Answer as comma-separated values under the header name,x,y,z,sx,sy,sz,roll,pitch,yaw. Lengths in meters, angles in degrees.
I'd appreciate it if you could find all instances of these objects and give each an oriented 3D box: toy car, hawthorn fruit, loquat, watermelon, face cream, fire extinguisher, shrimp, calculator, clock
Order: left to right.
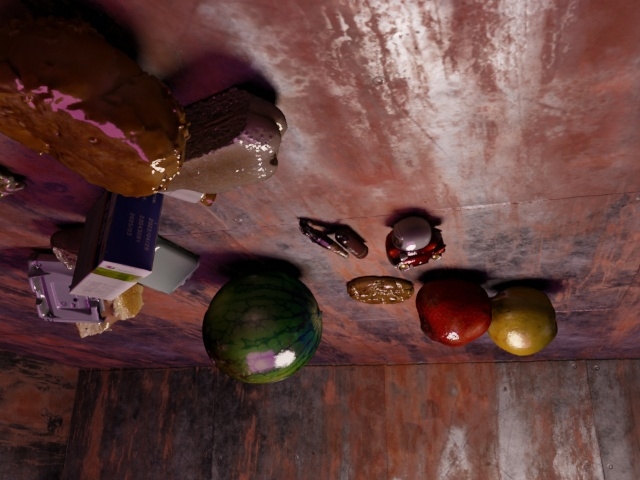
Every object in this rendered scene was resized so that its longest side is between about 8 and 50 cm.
name,x,y,z,sx,sy,sz,roll,pitch,yaw
clock,-0.734,0.144,1.762,0.186,0.083,0.253,2,126,-2
calculator,-0.429,0.071,1.644,0.141,0.045,0.246,-45,149,5
face cream,-0.297,-0.116,1.222,0.182,0.051,0.072,18,153,-33
watermelon,-0.166,0.248,1.784,0.363,0.363,0.363,2,159,1
shrimp,0.000,0.000,1.482,0.161,0.034,0.091,35,173,-24
fire extinguisher,0.073,0.002,1.515,0.064,0.043,0.158,39,180,33
toy car,0.220,-0.007,1.412,0.139,0.112,0.112,-9,143,1
hawthorn fruit,0.426,0.209,1.813,0.266,0.210,0.230,-11,149,1
loquat,0.598,0.248,1.869,0.246,0.213,0.213,-9,157,14

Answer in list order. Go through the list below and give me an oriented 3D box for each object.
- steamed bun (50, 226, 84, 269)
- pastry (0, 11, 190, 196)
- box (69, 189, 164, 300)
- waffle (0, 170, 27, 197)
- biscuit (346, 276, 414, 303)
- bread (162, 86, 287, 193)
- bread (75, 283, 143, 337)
name,x,y,z,sx,sy,sz,roll,pitch,yaw
steamed bun,-0.593,0.030,1.556,0.175,0.106,0.145,5,160,0
pastry,-0.330,-0.194,0.866,0.311,0.162,0.255,32,156,-36
box,-0.454,0.003,1.339,0.106,0.200,0.299,16,155,-29
waffle,-0.741,-0.125,1.233,0.223,0.054,0.204,-8,157,26
biscuit,0.191,0.163,1.932,0.226,0.042,0.226,2,158,1
bread,-0.186,-0.148,1.058,0.337,0.102,0.183,-12,155,35
bread,-0.684,0.161,1.955,0.183,0.224,0.211,-10,-161,13
